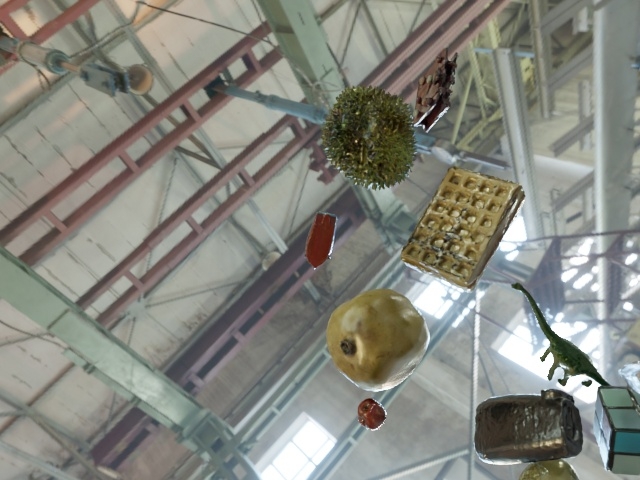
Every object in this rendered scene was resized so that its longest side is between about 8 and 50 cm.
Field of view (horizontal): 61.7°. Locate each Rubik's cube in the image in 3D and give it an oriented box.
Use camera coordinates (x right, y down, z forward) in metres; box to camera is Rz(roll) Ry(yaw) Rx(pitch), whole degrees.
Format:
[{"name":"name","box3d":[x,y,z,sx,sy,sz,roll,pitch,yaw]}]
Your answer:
[{"name":"Rubik's cube","box3d":[0.876,0.526,1.487,0.180,0.183,0.167,-60,-36,-60]}]

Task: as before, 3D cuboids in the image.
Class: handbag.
[{"name":"handbag","box3d":[0.364,-0.477,1.718,0.074,0.216,0.203,15,-106,-6]}]

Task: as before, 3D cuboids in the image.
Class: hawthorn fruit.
[{"name":"hawthorn fruit","box3d":[0.146,0.506,1.565,0.093,0.093,0.093,-19,-58,-34]}]

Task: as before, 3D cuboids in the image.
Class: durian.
[{"name":"durian","box3d":[0.131,-0.276,1.436,0.224,0.291,0.291,-45,-40,-56]}]

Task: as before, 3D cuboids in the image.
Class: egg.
[{"name":"egg","box3d":[0.625,0.686,1.471,0.164,0.164,0.201,-4,-59,-40]}]

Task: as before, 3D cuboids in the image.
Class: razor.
[{"name":"razor","box3d":[0.559,0.517,1.482,0.107,0.327,0.189,22,-121,-21]}]

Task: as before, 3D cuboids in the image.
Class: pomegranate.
[{"name":"pomegranate","box3d":[0.183,0.321,1.737,0.332,0.332,0.332,-19,-58,-34]}]

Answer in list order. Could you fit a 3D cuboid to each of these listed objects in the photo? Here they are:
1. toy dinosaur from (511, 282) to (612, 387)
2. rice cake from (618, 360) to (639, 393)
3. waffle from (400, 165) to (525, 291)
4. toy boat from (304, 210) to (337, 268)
[{"name":"toy dinosaur","box3d":[0.760,0.315,1.607,0.087,0.447,0.301,-40,-36,-40]},{"name":"rice cake","box3d":[0.777,0.325,1.285,0.070,0.064,0.399,-33,-22,13]},{"name":"waffle","box3d":[0.442,-0.045,1.689,0.376,0.261,0.114,-56,-32,-14]},{"name":"toy boat","box3d":[0.000,0.000,1.356,0.069,0.059,0.173,11,-62,-2]}]
